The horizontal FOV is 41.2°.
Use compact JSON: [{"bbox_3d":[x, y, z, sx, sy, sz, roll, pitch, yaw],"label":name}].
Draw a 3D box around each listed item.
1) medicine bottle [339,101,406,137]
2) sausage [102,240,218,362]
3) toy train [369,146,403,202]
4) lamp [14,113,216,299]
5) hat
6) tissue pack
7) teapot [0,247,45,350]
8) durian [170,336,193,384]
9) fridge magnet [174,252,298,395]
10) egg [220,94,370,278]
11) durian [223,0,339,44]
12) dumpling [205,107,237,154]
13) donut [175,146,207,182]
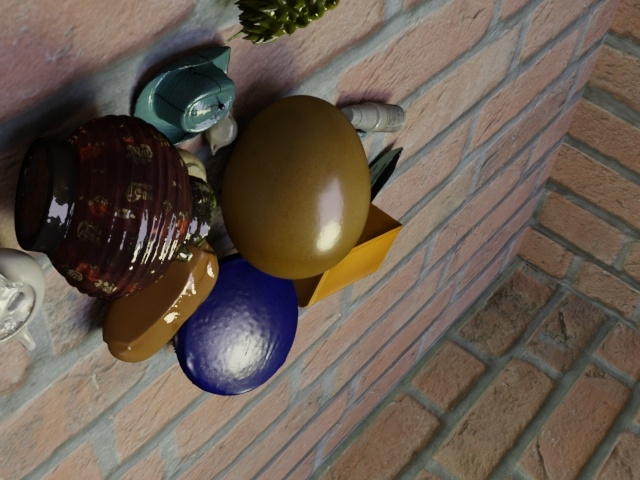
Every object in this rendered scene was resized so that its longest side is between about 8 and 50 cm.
[{"bbox_3d":[0.093,-0.242,1.738,0.092,0.061,0.221,-44,164,26],"label":"medicine bottle"},{"bbox_3d":[-0.262,0.093,1.381,0.241,0.120,0.136,-49,171,-1],"label":"sausage"},{"bbox_3d":[0.109,-0.128,1.946,0.252,0.048,0.055,-53,154,-22],"label":"toy train"},{"bbox_3d":[-0.254,-0.041,1.069,0.247,0.247,0.247,-44,156,-26],"label":"lamp"},{"bbox_3d":[-0.172,-0.202,1.210,0.191,0.078,0.138,-39,154,-35],"label":"hat"},{"bbox_3d":[0.000,0.000,1.714,0.274,0.194,0.145,-21,145,-53],"label":"tissue pack"},{"bbox_3d":[-0.418,0.078,1.088,0.145,0.092,0.226,-44,157,-19],"label":"teapot"},{"bbox_3d":[-0.231,0.183,1.616,0.148,0.091,0.188,-4,107,-48],"label":"durian"},{"bbox_3d":[-0.151,0.149,1.533,0.265,0.113,0.265,-12,108,-41],"label":"fridge magnet"},{"bbox_3d":[-0.039,-0.086,1.421,0.250,0.250,0.322,-32,143,-45],"label":"egg"},{"bbox_3d":[0.015,-0.402,1.177,0.355,0.157,0.169,-50,174,-14],"label":"durian"},{"bbox_3d":[-0.157,-0.178,1.339,0.052,0.057,0.076,-14,118,-6],"label":"dumpling"},{"bbox_3d":[-0.244,-0.066,1.276,0.174,0.068,0.174,-41,153,-26],"label":"donut"}]
